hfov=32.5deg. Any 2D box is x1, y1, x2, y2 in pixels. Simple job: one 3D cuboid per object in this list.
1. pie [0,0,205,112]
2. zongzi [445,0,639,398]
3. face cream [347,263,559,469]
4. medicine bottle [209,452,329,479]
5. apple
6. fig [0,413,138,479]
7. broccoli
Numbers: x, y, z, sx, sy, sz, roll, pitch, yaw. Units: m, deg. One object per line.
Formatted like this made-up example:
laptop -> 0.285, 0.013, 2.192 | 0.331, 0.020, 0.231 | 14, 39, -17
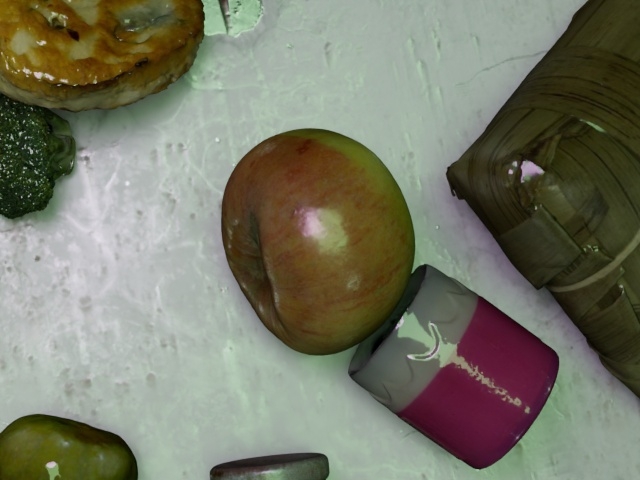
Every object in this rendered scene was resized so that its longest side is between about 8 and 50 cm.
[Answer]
pie -> -0.283, -0.272, 1.288 | 0.315, 0.092, 0.315 | 11, 53, -14
zongzi -> 0.438, -0.084, 1.404 | 0.500, 0.218, 0.467 | -51, 118, -22
face cream -> 0.155, 0.147, 1.299 | 0.195, 0.175, 0.175 | 35, 80, -2
medicine bottle -> -0.043, 0.413, 1.251 | 0.151, 0.151, 0.323 | -5, 84, -9
apple -> 0.000, 0.000, 1.264 | 0.194, 0.261, 0.261 | -27, 88, -23
fig -> -0.314, 0.292, 1.240 | 0.167, 0.167, 0.233 | 42, 116, -1
broccoli -> -0.355, -0.107, 1.282 | 0.138, 0.145, 0.162 | -18, 100, -48
